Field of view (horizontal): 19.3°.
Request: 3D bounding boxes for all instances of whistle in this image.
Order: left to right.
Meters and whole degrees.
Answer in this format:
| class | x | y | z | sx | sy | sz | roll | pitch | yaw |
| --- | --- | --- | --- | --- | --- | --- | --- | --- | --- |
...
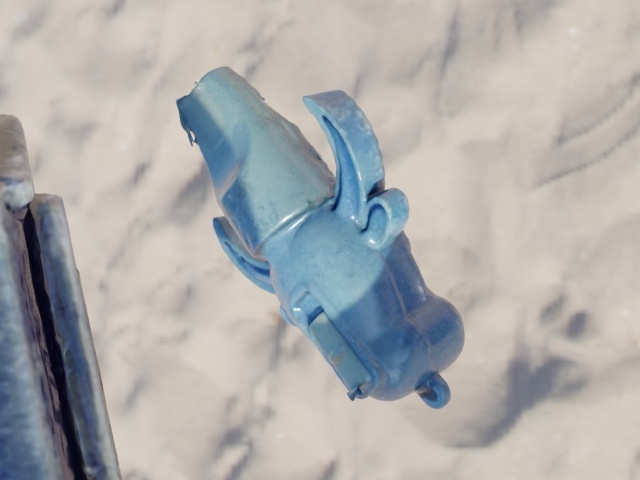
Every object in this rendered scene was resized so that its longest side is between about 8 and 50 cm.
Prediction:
| class | x | y | z | sx | sy | sz | roll | pitch | yaw |
| --- | --- | --- | --- | --- | --- | --- | --- | --- | --- |
| whistle | 0.000 | 0.000 | 1.227 | 0.269 | 0.093 | 0.180 | 56 | 144 | 10 |

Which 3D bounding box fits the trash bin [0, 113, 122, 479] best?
| class | x | y | z | sx | sy | sz | roll | pitch | yaw |
| --- | --- | --- | --- | --- | --- | --- | --- | --- | --- |
| trash bin | -0.167 | 0.072 | 0.464 | 0.184 | 0.234 | 0.162 | 107 | 150 | -73 |
